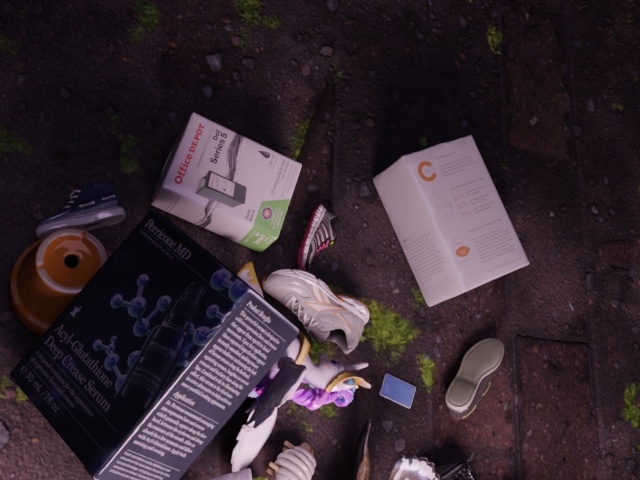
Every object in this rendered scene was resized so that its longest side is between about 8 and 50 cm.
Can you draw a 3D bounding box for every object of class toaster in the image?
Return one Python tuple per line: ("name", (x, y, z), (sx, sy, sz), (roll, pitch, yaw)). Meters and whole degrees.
("toaster", (0.282, 0.583, 1.817), (0.185, 0.110, 0.168), (-26, 86, -29))

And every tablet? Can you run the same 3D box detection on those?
("tablet", (0.177, 0.344, 1.909), (0.083, 0.006, 0.054), (27, 64, -14))

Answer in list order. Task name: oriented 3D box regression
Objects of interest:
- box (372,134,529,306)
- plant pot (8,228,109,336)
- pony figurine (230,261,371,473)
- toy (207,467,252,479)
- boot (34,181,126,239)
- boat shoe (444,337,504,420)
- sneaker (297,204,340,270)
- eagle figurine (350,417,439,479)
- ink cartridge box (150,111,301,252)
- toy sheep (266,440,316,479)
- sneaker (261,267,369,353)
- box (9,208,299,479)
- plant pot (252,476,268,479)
("box", (0.310, -0.048, 2.007), (0.215, 0.168, 0.345), (-19, 82, -28))
("plant pot", (-0.481, 0.069, 1.588), (0.205, 0.188, 0.205), (8, 67, -20))
("pony figurine", (-0.112, 0.264, 1.680), (0.363, 0.303, 0.351), (40, 52, 9))
("toy", (-0.226, 0.532, 1.576), (0.237, 0.056, 0.137), (-17, 60, 7))
("boot", (-0.501, -0.061, 1.706), (0.190, 0.069, 0.086), (-16, 73, -36))
("boat shoe", (0.362, 0.325, 1.967), (0.081, 0.069, 0.228), (23, 52, 29))
("sneaker", (0.000, 0.000, 1.909), (0.074, 0.063, 0.170), (24, 60, -9))
("eagle figurine", (0.084, 0.540, 1.675), (0.226, 0.225, 0.298), (45, 68, 7))
("ink cartridge box", (-0.205, -0.124, 1.827), (0.272, 0.115, 0.198), (24, 65, -16))
("toy sheep", (-0.058, 0.470, 1.716), (0.091, 0.091, 0.132), (44, 56, -6))
("sneaker", (-0.014, 0.157, 1.822), (0.262, 0.099, 0.121), (26, 54, -14))
("box", (-0.291, 0.201, 1.483), (0.293, 0.212, 0.395), (35, 81, 34))
("plant pot", (-0.125, 0.516, 1.666), (0.083, 0.083, 0.079), (-6, 80, -26))
